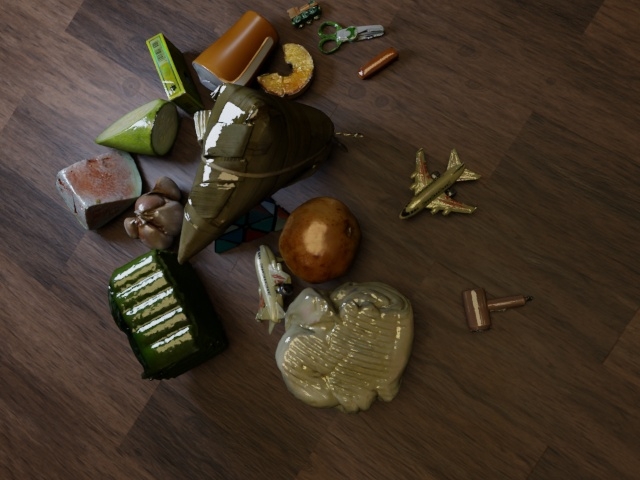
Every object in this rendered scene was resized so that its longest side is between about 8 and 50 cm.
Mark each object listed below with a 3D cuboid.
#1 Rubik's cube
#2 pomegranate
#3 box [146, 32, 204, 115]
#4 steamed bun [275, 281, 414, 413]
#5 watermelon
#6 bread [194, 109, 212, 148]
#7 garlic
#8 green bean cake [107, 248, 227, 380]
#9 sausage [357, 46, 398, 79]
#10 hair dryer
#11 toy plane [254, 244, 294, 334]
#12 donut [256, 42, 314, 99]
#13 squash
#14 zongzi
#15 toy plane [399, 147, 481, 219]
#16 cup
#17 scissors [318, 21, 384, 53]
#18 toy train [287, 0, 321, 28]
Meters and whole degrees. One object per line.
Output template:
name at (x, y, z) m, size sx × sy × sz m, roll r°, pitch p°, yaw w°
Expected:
Rubik's cube at (-0.263, -0.116, 1.726) m, size 0.250 × 0.284 × 0.234 m, roll -42°, pitch 51°, yaw 38°
pomegranate at (0.000, 0.000, 1.566) m, size 0.248 × 0.248 × 0.248 m, roll -2°, pitch 83°, yaw 13°
box at (-0.453, -0.517, 1.775) m, size 0.064 × 0.141 × 0.220 m, roll -23°, pitch 78°, yaw 8°
steamed bun at (0.058, 0.268, 1.503) m, size 0.339 × 0.247 × 0.352 m, roll 12°, pitch 92°, yaw -4°
watermelon at (-0.702, -0.177, 1.759) m, size 0.262 × 0.201 × 0.213 m, roll -34°, pitch 77°, yaw -2°
bread at (-0.258, -0.315, 1.672) m, size 0.192 × 0.210 × 0.109 m, roll -1°, pitch 78°, yaw 12°
garlic at (-0.485, -0.076, 1.724) m, size 0.160 × 0.191 × 0.214 m, roll 40°, pitch 81°, yaw -10°
green bean cake at (-0.432, 0.208, 1.590) m, size 0.218 × 0.335 × 0.319 m, roll -28°, pitch 75°, yaw -2°
sausage at (0.169, -0.524, 1.684) m, size 0.131 × 0.041 × 0.039 m, roll -32°, pitch 82°, yaw 7°
hair dryer at (0.479, 0.176, 1.519) m, size 0.182 × 0.064 × 0.117 m, roll -10°, pitch 82°, yaw 6°
toy plane at (-0.139, 0.127, 1.618) m, size 0.104 × 0.242 × 0.256 m, roll 12°, pitch 54°, yaw -22°
donut at (-0.093, -0.501, 1.727) m, size 0.146 × 0.078 × 0.181 m, roll 37°, pitch 86°, yaw 14°
squash at (-0.593, -0.368, 1.762) m, size 0.261 × 0.189 × 0.189 m, roll 16°, pitch 87°, yaw 11°
zongzi at (-0.160, -0.166, 1.551) m, size 0.218 × 0.500 × 0.467 m, roll 37°, pitch 111°, yaw 23°
toy plane at (0.317, -0.139, 1.577) m, size 0.244 × 0.092 × 0.229 m, roll -41°, pitch 78°, yaw 6°
cup at (-0.240, -0.549, 1.706) m, size 0.264 × 0.182 × 0.226 m, roll -52°, pitch 41°, yaw -4°
scissors at (0.093, -0.628, 1.722) m, size 0.204 × 0.027 × 0.101 m, roll -4°, pitch 85°, yaw 15°
toy train at (-0.048, -0.706, 1.758) m, size 0.103 × 0.044 × 0.064 m, roll -26°, pitch 68°, yaw 9°
